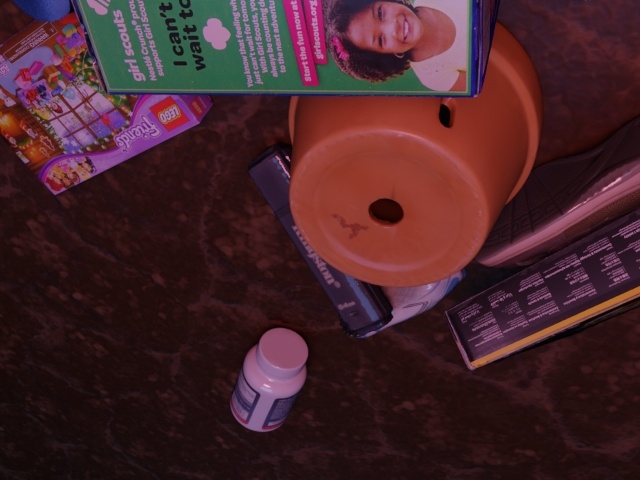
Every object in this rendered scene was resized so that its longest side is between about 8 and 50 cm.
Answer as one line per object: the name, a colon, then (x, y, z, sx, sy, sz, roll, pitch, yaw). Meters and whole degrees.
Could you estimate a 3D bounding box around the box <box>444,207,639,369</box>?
box: (0.334, 0.032, 0.736, 0.322, 0.257, 0.079, -36, 70, 39)

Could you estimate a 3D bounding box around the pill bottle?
pill bottle: (-0.082, 0.230, 1.143, 0.108, 0.108, 0.180, 23, 133, -1)

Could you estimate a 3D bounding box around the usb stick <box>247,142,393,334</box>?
usb stick: (0.000, 0.000, 0.903, 0.077, 0.045, 0.278, -28, 98, 37)

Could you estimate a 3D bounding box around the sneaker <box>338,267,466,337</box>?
sneaker: (0.109, 0.082, 0.971, 0.086, 0.085, 0.237, 9, 151, -34)

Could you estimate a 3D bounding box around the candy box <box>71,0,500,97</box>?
candy box: (-0.008, -0.231, 0.605, 0.317, 0.268, 0.122, 2, 126, 17)

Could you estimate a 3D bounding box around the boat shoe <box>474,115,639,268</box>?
boat shoe: (0.317, -0.045, 0.763, 0.320, 0.118, 0.103, -34, 114, 28)

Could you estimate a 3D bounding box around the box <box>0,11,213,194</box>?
box: (-0.311, -0.192, 0.887, 0.293, 0.057, 0.201, -19, 122, 31)

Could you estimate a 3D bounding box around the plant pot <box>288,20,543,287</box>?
plant pot: (0.090, -0.087, 0.742, 0.291, 0.203, 0.291, 9, 132, 10)

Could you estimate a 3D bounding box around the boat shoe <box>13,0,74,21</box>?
boat shoe: (-0.341, -0.331, 0.750, 0.258, 0.089, 0.109, 46, 146, 7)
